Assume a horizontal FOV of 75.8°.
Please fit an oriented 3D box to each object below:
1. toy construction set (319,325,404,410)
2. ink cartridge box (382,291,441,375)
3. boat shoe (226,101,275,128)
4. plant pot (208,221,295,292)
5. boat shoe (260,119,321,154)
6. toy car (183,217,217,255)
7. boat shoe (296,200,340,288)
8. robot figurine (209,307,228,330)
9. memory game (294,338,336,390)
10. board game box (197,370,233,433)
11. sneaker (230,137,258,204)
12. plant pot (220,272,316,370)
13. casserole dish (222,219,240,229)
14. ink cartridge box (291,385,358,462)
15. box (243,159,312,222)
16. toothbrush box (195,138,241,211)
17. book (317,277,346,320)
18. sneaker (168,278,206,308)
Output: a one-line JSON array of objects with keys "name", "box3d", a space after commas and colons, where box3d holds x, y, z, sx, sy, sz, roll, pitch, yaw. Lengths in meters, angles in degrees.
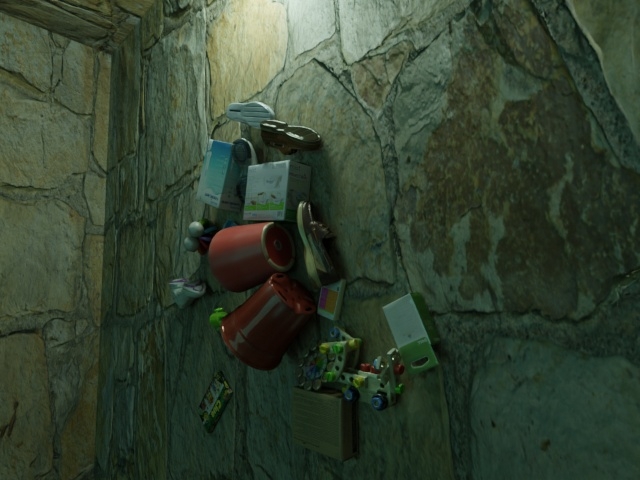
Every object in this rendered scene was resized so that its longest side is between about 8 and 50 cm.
[{"name": "toy construction set", "box3d": [0.138, 0.386, 1.244, 0.328, 0.151, 0.214, -3, 85, 55]}, {"name": "ink cartridge box", "box3d": [0.270, 0.266, 1.178, 0.109, 0.062, 0.209, -37, 61, 36]}, {"name": "boat shoe", "box3d": [-0.290, -0.551, 1.805, 0.303, 0.094, 0.108, 25, 105, 37]}, {"name": "plant pot", "box3d": [-0.249, 0.049, 1.592, 0.243, 0.275, 0.274, -17, 73, 33]}, {"name": "boat shoe", "box3d": [-0.115, -0.393, 1.622, 0.307, 0.111, 0.104, 29, 132, 37]}, {"name": "toy car", "box3d": [-0.560, -0.013, 1.986, 0.137, 0.159, 0.181, 24, 104, 8]}, {"name": "boat shoe", "box3d": [0.000, 0.000, 1.459, 0.123, 0.123, 0.341, -16, 60, 11]}, {"name": "robot figurine", "box3d": [-0.463, 0.361, 1.878, 0.115, 0.067, 0.101, -17, 81, 42]}, {"name": "memory game", "box3d": [-0.018, 0.425, 1.415, 0.186, 0.012, 0.186, -29, 39, 27]}, {"name": "board game box", "box3d": [-0.486, 0.739, 1.881, 0.136, 0.030, 0.259, 42, 114, 37]}, {"name": "sneaker", "box3d": [-0.303, -0.294, 1.782, 0.111, 0.129, 0.296, 0, 105, 12]}, {"name": "plant pot", "box3d": [-0.174, 0.276, 1.488, 0.265, 0.273, 0.272, -50, 53, 19]}, {"name": "casserole dish", "box3d": [-0.390, -0.019, 1.878, 0.188, 0.037, 0.114, 37, 110, 40]}, {"name": "ink cartridge box", "box3d": [0.011, 0.596, 1.372, 0.235, 0.088, 0.193, -6, 82, 43]}, {"name": "box", "box3d": [-0.177, -0.185, 1.626, 0.262, 0.127, 0.230, 2, 85, 45]}, {"name": "toothbrush box", "box3d": [-0.447, -0.301, 1.905, 0.217, 0.126, 0.295, 20, 98, 43]}, {"name": "book", "box3d": [0.036, 0.196, 1.438, 0.096, 0.035, 0.144, 13, 92, 46]}, {"name": "sneaker", "box3d": [-0.658, 0.273, 2.072, 0.305, 0.114, 0.151, 0, 99, 49]}]
